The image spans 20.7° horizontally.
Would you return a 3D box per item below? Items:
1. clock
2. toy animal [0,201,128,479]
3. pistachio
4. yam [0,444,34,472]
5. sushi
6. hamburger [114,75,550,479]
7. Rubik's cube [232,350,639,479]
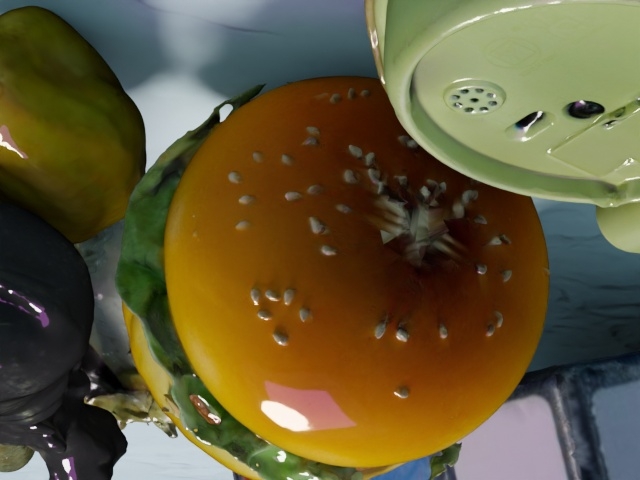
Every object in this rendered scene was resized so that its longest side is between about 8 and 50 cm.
[{"bbox_3d":[0.128,-0.103,0.848,0.308,0.096,0.235,22,151,-26],"label":"clock"},{"bbox_3d":[-0.202,0.063,1.043,0.168,0.106,0.343,22,160,8],"label":"toy animal"},{"bbox_3d":[-0.147,-0.062,0.967,0.110,0.100,0.189,30,163,23],"label":"pistachio"},{"bbox_3d":[-0.277,0.151,1.510,0.069,0.070,0.146,8,154,-3],"label":"yam"},{"bbox_3d":[-0.156,0.063,1.220,0.131,0.139,0.291,35,145,-32],"label":"sushi"},{"bbox_3d":[0.013,0.022,0.965,0.246,0.246,0.170,17,158,-21],"label":"hamburger"},{"bbox_3d":[0.188,0.256,1.190,0.363,0.362,0.359,1,167,-43],"label":"Rubik's cube"}]
